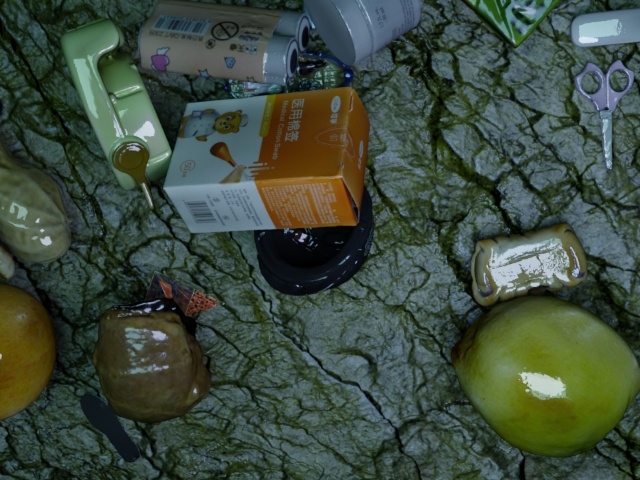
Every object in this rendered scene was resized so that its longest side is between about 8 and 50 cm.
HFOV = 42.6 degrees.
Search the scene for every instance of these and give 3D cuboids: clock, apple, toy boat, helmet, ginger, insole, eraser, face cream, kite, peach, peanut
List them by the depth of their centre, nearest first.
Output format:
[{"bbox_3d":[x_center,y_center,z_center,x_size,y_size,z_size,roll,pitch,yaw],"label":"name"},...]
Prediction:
[{"bbox_3d":[0.076,-0.429,1.486,0.153,0.177,0.177,-32,96,-9],"label":"face cream"},{"bbox_3d":[-0.179,-0.375,1.528,0.291,0.171,0.087,9,146,14],"label":"eraser"},{"bbox_3d":[0.422,0.256,1.545,0.316,0.281,0.314,42,111,0],"label":"peach"},{"bbox_3d":[-0.369,-0.232,1.547,0.117,0.286,0.348,-23,104,-9],"label":"clock"},{"bbox_3d":[-0.065,-0.306,1.573,0.262,0.115,0.114,-5,101,7],"label":"toy boat"},{"bbox_3d":[0.000,0.000,1.582,0.231,0.160,0.278,-2,65,18],"label":"helmet"},{"bbox_3d":[-0.342,0.252,1.637,0.201,0.269,0.222,-12,72,5],"label":"ginger"},{"bbox_3d":[-0.643,-0.090,1.658,0.340,0.158,0.174,37,118,-3],"label":"peanut"},{"bbox_3d":[-0.696,0.231,1.675,0.299,0.275,0.298,3,106,10],"label":"apple"},{"bbox_3d":[-0.328,0.119,1.744,0.222,0.008,0.125,-22,95,10],"label":"kite"},{"bbox_3d":[-0.464,0.414,1.817,0.064,0.004,0.188,-34,96,12],"label":"insole"}]

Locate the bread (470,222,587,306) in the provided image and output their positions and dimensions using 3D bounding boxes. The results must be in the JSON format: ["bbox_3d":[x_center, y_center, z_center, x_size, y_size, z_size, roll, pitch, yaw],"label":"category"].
[{"bbox_3d":[0.403,0.045,1.609,0.225,0.081,0.134,-11,95,11],"label":"bread"}]

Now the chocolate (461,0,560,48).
[{"bbox_3d":[0.341,-0.549,1.471,0.289,0.137,0.301,41,101,-3],"label":"chocolate"}]

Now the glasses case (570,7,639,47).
[{"bbox_3d":[0.548,-0.395,1.524,0.164,0.041,0.063,-5,102,7],"label":"glasses case"}]

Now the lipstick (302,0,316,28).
[{"bbox_3d":[-0.011,-0.485,1.567,0.048,0.048,0.157,2,101,6],"label":"lipstick"}]

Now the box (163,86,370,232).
[{"bbox_3d":[-0.089,-0.146,1.518,0.341,0.224,0.143,-2,144,15],"label":"box"}]

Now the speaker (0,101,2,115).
[{"bbox_3d":[-0.783,-0.374,1.654,0.259,0.198,0.329,0,123,-33],"label":"speaker"}]

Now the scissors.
[{"bbox_3d":[0.545,-0.236,1.567,0.110,0.021,0.212,-5,100,4],"label":"scissors"}]

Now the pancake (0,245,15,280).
[{"bbox_3d":[-0.743,-0.038,1.625,0.356,0.356,0.065,44,63,-3],"label":"pancake"}]
